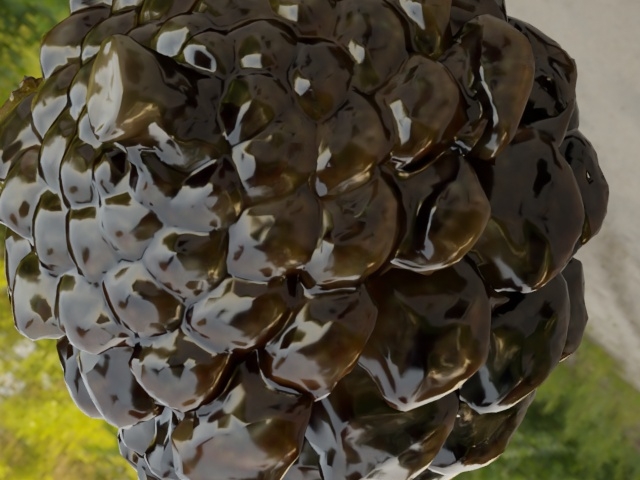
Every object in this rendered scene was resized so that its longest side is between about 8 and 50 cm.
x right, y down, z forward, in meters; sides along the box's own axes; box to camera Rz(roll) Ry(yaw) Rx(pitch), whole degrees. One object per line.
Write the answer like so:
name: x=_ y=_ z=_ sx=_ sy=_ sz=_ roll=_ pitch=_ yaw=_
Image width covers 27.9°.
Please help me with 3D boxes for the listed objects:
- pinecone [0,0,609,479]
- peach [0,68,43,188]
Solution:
pinecone: x=0.000 y=0.000 z=0.490 sx=0.224 sy=0.224 sz=0.272 roll=34 pitch=174 yaw=33
peach: x=-0.114 y=-0.042 z=0.646 sx=0.098 sy=0.098 sz=0.061 roll=37 pitch=167 yaw=7
